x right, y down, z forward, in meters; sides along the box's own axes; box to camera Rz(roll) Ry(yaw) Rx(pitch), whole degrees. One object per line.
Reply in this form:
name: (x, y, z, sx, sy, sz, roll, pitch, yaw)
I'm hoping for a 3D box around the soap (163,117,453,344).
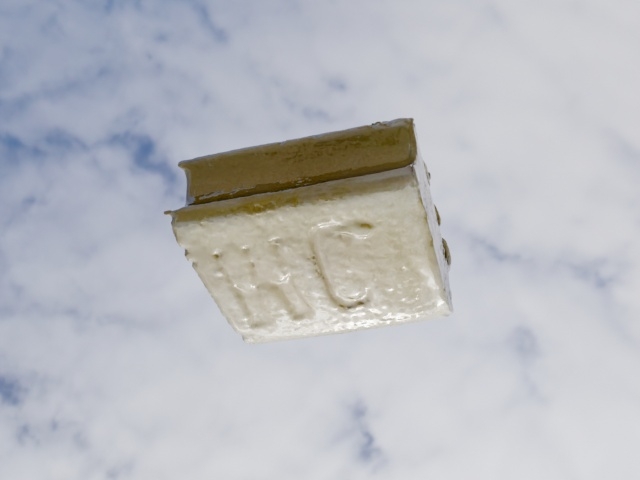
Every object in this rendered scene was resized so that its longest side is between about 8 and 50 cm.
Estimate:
soap: (0.000, 0.000, 1.006, 0.334, 0.293, 0.156, -9, -139, 13)
